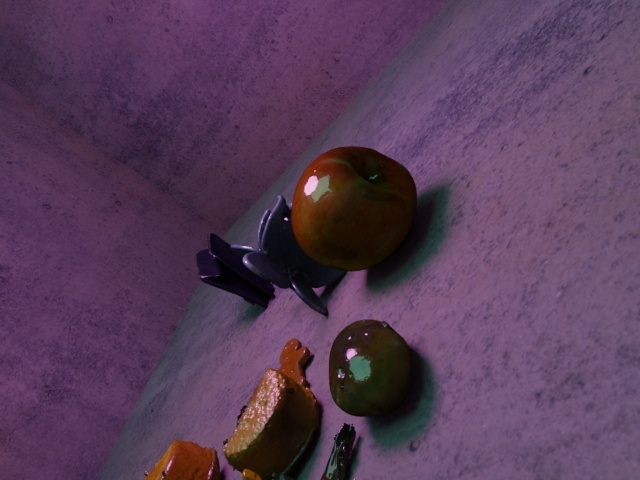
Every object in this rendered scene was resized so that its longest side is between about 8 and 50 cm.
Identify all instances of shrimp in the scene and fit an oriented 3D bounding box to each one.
[{"bbox_3d":[0.044,0.452,1.096,0.152,0.046,0.219,-34,30,52],"label":"shrimp"}]

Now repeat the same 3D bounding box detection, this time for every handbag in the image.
[{"bbox_3d":[-0.344,0.133,2.329,0.122,0.329,0.303,-54,21,7],"label":"handbag"}]

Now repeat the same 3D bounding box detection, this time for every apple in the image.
[{"bbox_3d":[0.086,-0.082,1.564,0.339,0.339,0.339,-48,18,20],"label":"apple"}]

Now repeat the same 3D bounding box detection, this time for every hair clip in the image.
[{"bbox_3d":[-0.073,0.038,1.780,0.238,0.318,0.392,-54,14,-4],"label":"hair clip"}]

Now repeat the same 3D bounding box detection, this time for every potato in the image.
[{"bbox_3d":[0.097,0.257,1.174,0.197,0.148,0.228,-28,25,27],"label":"potato"}]

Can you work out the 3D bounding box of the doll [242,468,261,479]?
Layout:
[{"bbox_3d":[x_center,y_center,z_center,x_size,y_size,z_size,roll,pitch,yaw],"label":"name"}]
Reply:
[{"bbox_3d":[-0.197,0.653,1.216,0.145,0.103,0.316,25,94,59],"label":"doll"}]

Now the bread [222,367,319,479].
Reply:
[{"bbox_3d":[-0.096,0.434,1.338,0.147,0.160,0.261,-18,33,54],"label":"bread"}]

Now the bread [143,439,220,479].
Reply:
[{"bbox_3d":[-0.408,0.717,1.551,0.340,0.194,0.179,-54,9,-10],"label":"bread"}]

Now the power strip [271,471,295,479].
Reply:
[{"bbox_3d":[-0.093,0.596,1.168,0.145,0.061,0.215,-58,15,3],"label":"power strip"}]

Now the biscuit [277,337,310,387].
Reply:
[{"bbox_3d":[-0.081,0.373,1.622,0.165,0.036,0.250,-47,21,20],"label":"biscuit"}]
